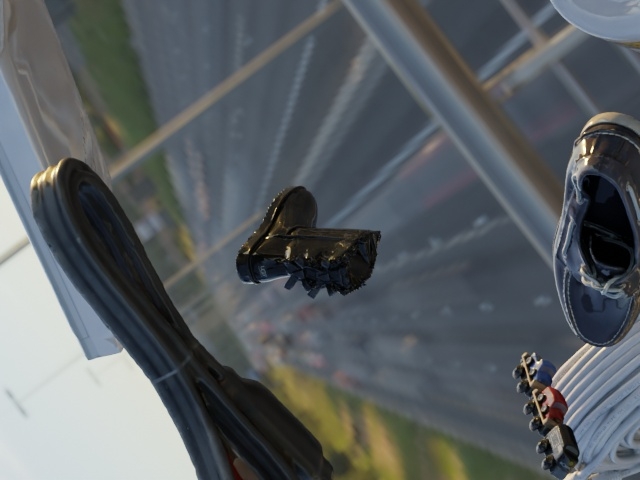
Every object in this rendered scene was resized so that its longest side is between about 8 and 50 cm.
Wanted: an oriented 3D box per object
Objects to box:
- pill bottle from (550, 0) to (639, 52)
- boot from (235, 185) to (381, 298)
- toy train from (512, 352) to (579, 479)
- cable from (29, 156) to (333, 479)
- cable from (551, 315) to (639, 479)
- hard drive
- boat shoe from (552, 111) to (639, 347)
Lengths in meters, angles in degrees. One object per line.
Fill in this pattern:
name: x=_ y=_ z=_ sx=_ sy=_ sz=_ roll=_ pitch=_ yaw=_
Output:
pill bottle: x=0.260 y=-0.191 z=1.153 sx=0.131 sy=0.131 sz=0.229 roll=50 pitch=-156 yaw=26
boot: x=0.000 y=-0.001 z=1.267 sx=0.099 sy=0.121 sz=0.045 roll=2 pitch=123 yaw=28
toy train: x=0.198 y=0.148 z=1.422 sx=0.027 sy=0.036 sz=0.158 roll=32 pitch=-156 yaw=-23
cable: x=-0.079 y=0.092 z=0.893 sx=0.287 sy=0.072 sz=0.139 roll=48 pitch=-151 yaw=-21
cable: x=0.341 y=0.131 z=1.574 sx=0.089 sy=0.257 sz=0.257 roll=60 pitch=158 yaw=27
hard drive: x=-0.205 y=-0.083 z=1.196 sx=0.307 sy=0.040 sz=0.203 roll=75 pitch=-178 yaw=-48
boat shoe: x=0.198 y=0.008 z=1.168 sx=0.075 sy=0.065 sz=0.206 roll=12 pitch=132 yaw=17
